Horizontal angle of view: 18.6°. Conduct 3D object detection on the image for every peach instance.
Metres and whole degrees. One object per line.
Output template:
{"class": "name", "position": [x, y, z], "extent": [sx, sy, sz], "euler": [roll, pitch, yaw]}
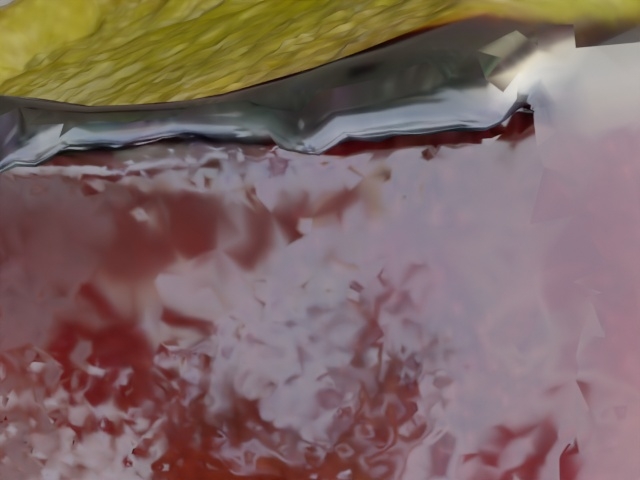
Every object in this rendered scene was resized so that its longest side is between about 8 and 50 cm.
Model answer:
{"class": "peach", "position": [0.000, 0.000, 0.667], "extent": [0.416, 0.353, 0.339], "euler": [-49, -179, 44]}
